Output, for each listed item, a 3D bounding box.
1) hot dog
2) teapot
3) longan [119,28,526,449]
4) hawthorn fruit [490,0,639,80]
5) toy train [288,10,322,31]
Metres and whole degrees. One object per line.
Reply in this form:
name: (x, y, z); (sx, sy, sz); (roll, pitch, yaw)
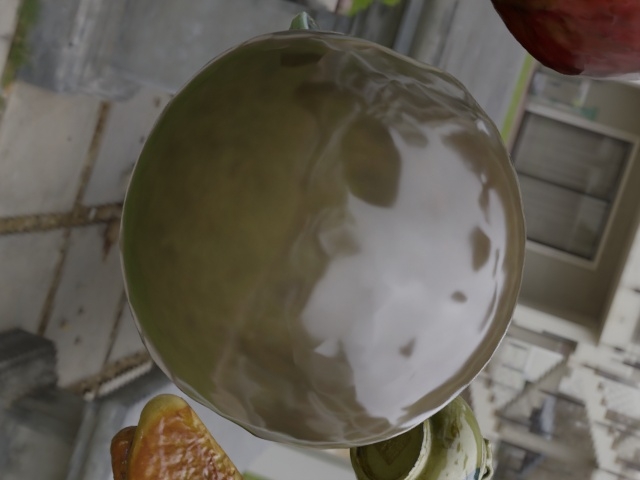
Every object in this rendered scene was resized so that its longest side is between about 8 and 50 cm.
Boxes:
hot dog: (-0.179, 0.336, 1.584); (0.153, 0.256, 0.150); (-37, 177, -11)
teapot: (0.132, 0.259, 1.514); (0.183, 0.269, 0.173); (24, 107, -41)
longan: (-0.001, 0.003, 0.854); (0.297, 0.297, 0.297); (19, 90, -79)
hawthorn fruit: (0.159, -0.172, 0.543); (0.261, 0.224, 0.224); (-31, -161, 39)
toy train: (-0.014, -0.263, 1.694); (0.048, 0.055, 0.251); (-40, -149, 30)
